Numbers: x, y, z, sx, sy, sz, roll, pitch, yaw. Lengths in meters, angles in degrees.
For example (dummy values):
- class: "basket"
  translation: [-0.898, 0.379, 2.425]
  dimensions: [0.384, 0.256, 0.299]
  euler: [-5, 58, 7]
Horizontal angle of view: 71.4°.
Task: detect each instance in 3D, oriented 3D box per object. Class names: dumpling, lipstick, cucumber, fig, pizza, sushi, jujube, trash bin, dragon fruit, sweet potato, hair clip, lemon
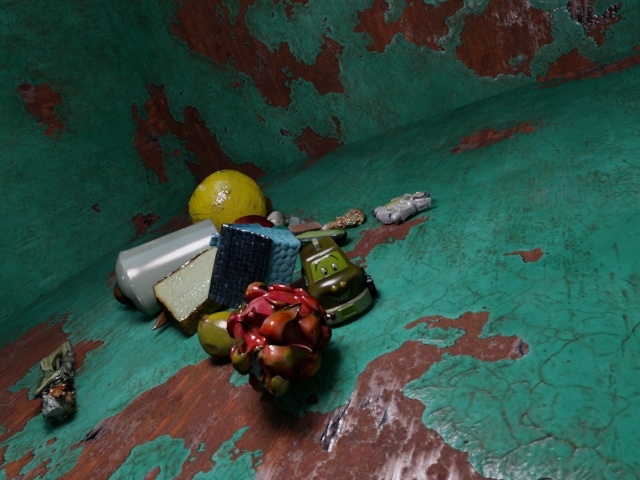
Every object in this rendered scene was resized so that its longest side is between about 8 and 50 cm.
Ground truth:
- class: "dumpling"
  translation: [-0.226, -0.069, 2.071]
  dimensions: [0.150, 0.092, 0.176]
  euler: [-37, 16, 34]
- class: "lipstick"
  translation: [-0.064, -0.041, 1.789]
  dimensions: [0.145, 0.045, 0.045]
  euler: [-10, 40, -35]
- class: "cucumber"
  translation: [0.000, 0.000, 1.664]
  dimensions: [0.244, 0.063, 0.115]
  euler: [-5, 14, 46]
- class: "fig"
  translation: [-0.259, 0.259, 1.228]
  dimensions: [0.153, 0.120, 0.136]
  euler: [-5, 9, -16]
- class: "pizza"
  translation: [0.083, -0.078, 1.796]
  dimensions: [0.195, 0.052, 0.185]
  euler: [-26, 16, -4]
- class: "sushi"
  translation: [-0.760, 0.471, 1.294]
  dimensions: [0.103, 0.097, 0.226]
  euler: [-31, 5, -35]
- class: "jujube"
  translation: [-0.255, 0.003, 1.745]
  dimensions: [0.223, 0.223, 0.318]
  euler: [-23, 8, 3]
- class: "trash bin"
  translation: [-0.587, 0.107, 1.779]
  dimensions: [0.432, 0.280, 0.280]
  euler: [-26, 19, -14]
- class: "dragon fruit"
  translation: [-0.094, 0.206, 0.973]
  dimensions: [0.243, 0.227, 0.307]
  euler: [-65, 4, -23]
- class: "sweet potato"
  translation: [-0.504, 0.242, 1.640]
  dimensions: [0.067, 0.059, 0.281]
  euler: [24, 50, 38]
- class: "hair clip"
  translation: [-0.882, 0.446, 1.509]
  dimensions: [0.138, 0.091, 0.321]
  euler: [-43, 23, -14]
- class: "lemon"
  translation: [-0.420, -0.145, 2.084]
  dimensions: [0.350, 0.387, 0.350]
  euler: [-31, 40, 29]

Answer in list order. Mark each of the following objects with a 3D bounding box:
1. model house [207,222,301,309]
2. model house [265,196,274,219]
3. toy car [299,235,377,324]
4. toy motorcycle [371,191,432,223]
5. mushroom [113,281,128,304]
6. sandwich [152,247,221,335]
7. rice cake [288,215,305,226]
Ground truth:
- class: "model house"
  translation: [-0.216, 0.080, 1.294]
  dimensions: [0.241, 0.261, 0.226]
  euler: [9, 13, -23]
- class: "model house"
  translation: [-0.366, -0.151, 2.378]
  dimensions: [0.229, 0.199, 0.219]
  euler: [30, 95, 37]
- class: "toy car"
  translation: [0.021, 0.089, 1.206]
  dimensions: [0.204, 0.198, 0.248]
  euler: [-25, 21, -4]
- class: "toy motorcycle"
  translation: [0.291, -0.115, 1.614]
  dimensions: [0.229, 0.074, 0.151]
  euler: [-16, 23, 17]
- class: "mushroom"
  translation: [-0.807, 0.191, 1.995]
  dimensions: [0.253, 0.153, 0.253]
  euler: [-31, 9, 6]
- class: "sandwich"
  translation: [-0.415, 0.162, 1.559]
  dimensions: [0.301, 0.099, 0.271]
  euler: [-38, 40, -22]
- class: "rice cake"
  translation: [-0.096, -0.045, 1.935]
  dimensions: [0.081, 0.051, 0.290]
  euler: [9, 17, -11]
